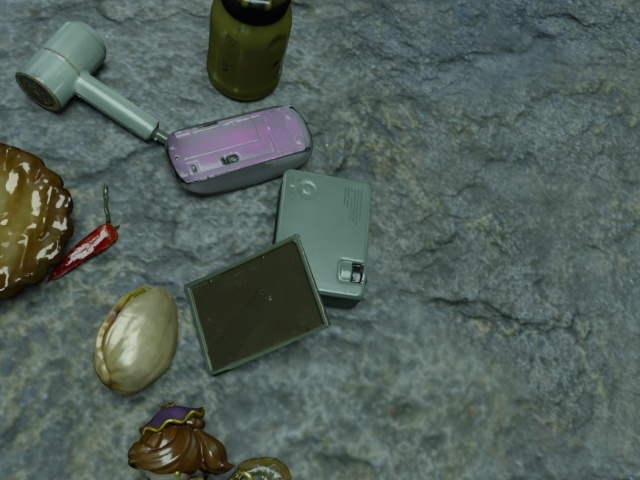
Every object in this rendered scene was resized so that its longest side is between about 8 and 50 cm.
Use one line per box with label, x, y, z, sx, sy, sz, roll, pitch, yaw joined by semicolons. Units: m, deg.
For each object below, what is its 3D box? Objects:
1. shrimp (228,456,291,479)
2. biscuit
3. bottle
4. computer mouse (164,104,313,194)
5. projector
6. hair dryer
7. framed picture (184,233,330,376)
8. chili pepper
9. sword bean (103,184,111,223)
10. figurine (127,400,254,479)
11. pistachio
shrimp;-0.115;0.474;1.160;0.124;0.034;0.178;9;66;-6
biscuit;-0.621;-0.028;1.203;0.325;0.107;0.326;5;65;-11
bottle;-0.138;-0.446;1.329;0.171;0.351;0.172;4;69;-12
computer mouse;-0.168;-0.194;1.379;0.310;0.072;0.158;-18;76;-19
projector;0.000;0.000;1.329;0.191;0.099;0.257;8;68;-8
hair dryer;-0.425;-0.290;1.362;0.357;0.107;0.173;35;67;-8
framed picture;-0.124;0.121;1.223;0.259;0.023;0.189;-25;74;15
chili pepper;-0.458;0.021;1.260;0.178;0.027;0.045;-41;83;-20
sword bean;-0.428;-0.072;1.311;0.012;0.012;0.083;-6;72;-14
figurine;-0.224;0.401;1.104;0.189;0.142;0.264;-27;79;-17
pistachio;-0.331;0.180;1.186;0.145;0.117;0.201;42;51;-36
